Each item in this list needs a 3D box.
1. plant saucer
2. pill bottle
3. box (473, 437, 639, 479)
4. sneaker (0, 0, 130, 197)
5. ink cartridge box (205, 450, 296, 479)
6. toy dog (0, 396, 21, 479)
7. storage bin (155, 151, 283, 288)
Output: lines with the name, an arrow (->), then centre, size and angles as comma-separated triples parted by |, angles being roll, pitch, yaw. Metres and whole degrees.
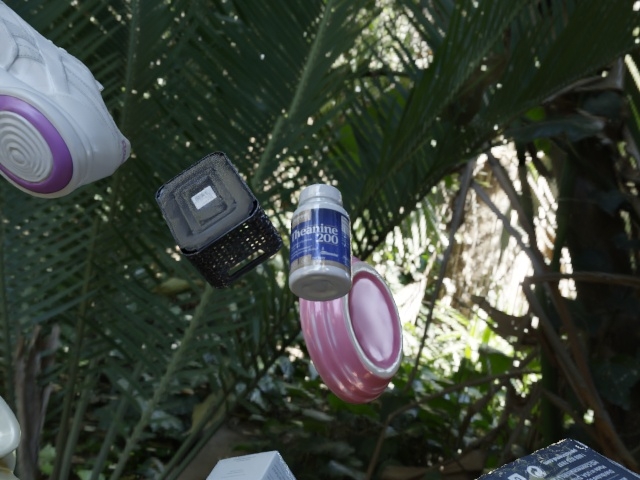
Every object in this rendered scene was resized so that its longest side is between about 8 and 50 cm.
plant saucer -> 0.083, 0.175, 1.271 | 0.084, 0.332, 0.332 | -19, -17, 29
pill bottle -> 0.000, 0.000, 0.648 | 0.067, 0.120, 0.067 | 0, -34, 0
box -> 0.349, 0.558, 0.617 | 0.297, 0.479, 0.472 | -3, 16, -38
sneaker -> -0.323, -0.172, 0.612 | 0.305, 0.114, 0.152 | 50, 24, -1
ink cartridge box -> -0.116, 0.422, 0.865 | 0.127, 0.128, 0.176 | -20, 17, 31
toy dog -> -0.537, 0.384, 0.728 | 0.395, 0.408, 0.284 | 46, 23, -25
storage bin -> -0.148, -0.033, 0.860 | 0.180, 0.122, 0.084 | 52, -5, 44
